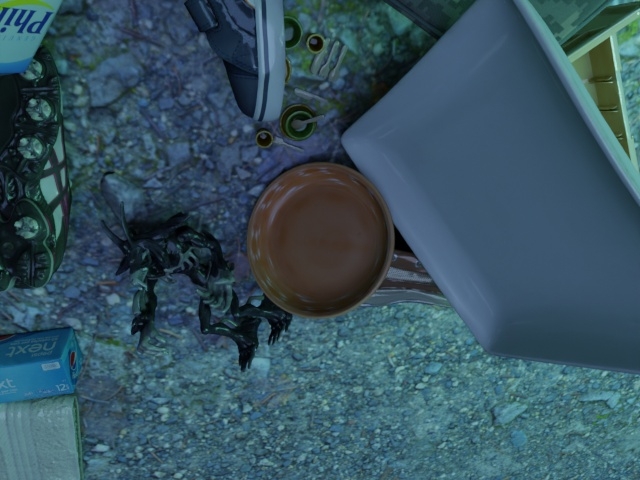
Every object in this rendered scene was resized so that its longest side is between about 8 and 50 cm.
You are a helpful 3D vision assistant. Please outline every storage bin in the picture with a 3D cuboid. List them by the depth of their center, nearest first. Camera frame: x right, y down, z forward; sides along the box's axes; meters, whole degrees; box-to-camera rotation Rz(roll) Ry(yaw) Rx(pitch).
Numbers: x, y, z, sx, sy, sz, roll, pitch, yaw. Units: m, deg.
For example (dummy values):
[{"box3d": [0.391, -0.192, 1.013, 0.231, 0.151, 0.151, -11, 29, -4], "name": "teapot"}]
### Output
[{"box3d": [0.290, -0.102, 0.629, 0.260, 0.123, 0.262, -34, 116, -15], "name": "storage bin"}]

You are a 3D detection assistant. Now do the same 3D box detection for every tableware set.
[{"box3d": [-0.036, -0.180, 0.626, 0.104, 0.024, 0.154, 17, 116, -20], "name": "tableware set"}]

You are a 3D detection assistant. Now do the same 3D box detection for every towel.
[{"box3d": [-0.487, 0.358, 0.844, 0.187, 0.049, 0.282, 2, 120, -14], "name": "towel"}]

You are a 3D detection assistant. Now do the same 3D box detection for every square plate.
[{"box3d": [0.184, -0.022, 0.521, 0.049, 0.344, 0.347, -36, 94, -18], "name": "square plate"}]

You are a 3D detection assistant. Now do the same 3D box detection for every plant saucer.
[{"box3d": [0.000, 0.000, 0.675, 0.200, 0.200, 0.037, -40, 165, 13], "name": "plant saucer"}]

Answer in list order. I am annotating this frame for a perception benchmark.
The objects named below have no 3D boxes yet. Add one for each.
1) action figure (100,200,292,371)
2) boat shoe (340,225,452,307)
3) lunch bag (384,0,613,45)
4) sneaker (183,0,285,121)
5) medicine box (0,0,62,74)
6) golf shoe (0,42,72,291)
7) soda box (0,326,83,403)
[{"box3d": [-0.167, 0.069, 0.684, 0.164, 0.141, 0.275, -37, 123, 25], "name": "action figure"}, {"box3d": [0.160, 0.019, 0.733, 0.324, 0.123, 0.116, -4, 119, -11], "name": "boat shoe"}, {"box3d": [0.122, -0.328, 0.435, 0.305, 0.256, 0.212, 25, 139, -22], "name": "lunch bag"}, {"box3d": [-0.104, -0.274, 0.498, 0.127, 0.126, 0.321, -8, 111, -12], "name": "sneaker"}, {"box3d": [-0.300, -0.311, 0.362, 0.263, 0.149, 0.289, 40, 111, -5], "name": "medicine box"}, {"box3d": [-0.334, -0.083, 0.585, 0.105, 0.120, 0.273, 5, 97, -8], "name": "golf shoe"}, {"box3d": [-0.454, 0.180, 0.729, 0.210, 0.071, 0.067, -6, 121, -8], "name": "soda box"}]
